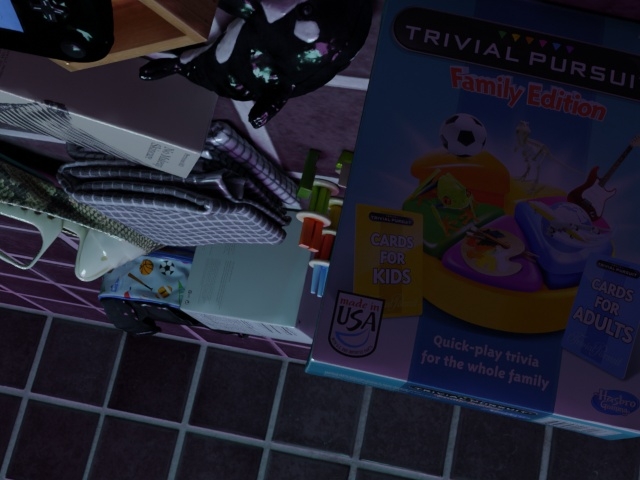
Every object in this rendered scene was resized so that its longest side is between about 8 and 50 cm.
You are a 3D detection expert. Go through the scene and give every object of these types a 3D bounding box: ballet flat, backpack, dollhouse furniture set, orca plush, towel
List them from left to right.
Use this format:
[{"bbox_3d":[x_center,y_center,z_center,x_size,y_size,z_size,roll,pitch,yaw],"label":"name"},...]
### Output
[{"bbox_3d":[-0.444,-0.032,1.425,0.482,0.182,0.164,17,165,-18],"label":"ballet flat"},{"bbox_3d":[-0.280,0.078,1.626,0.276,0.213,0.263,-1,173,22],"label":"backpack"},{"bbox_3d":[-0.199,-0.068,1.231,0.283,0.121,0.235,4,163,26],"label":"towel"},{"bbox_3d":[-0.073,-0.164,0.837,0.287,0.102,0.151,2,161,33],"label":"orca plush"},{"bbox_3d":[0.050,-0.073,1.138,0.151,0.059,0.076,14,164,-7],"label":"dollhouse furniture set"}]

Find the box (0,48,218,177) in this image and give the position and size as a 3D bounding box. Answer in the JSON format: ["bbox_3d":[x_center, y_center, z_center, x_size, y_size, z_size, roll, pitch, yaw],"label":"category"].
[{"bbox_3d":[-0.266,-0.166,0.991,0.275,0.094,0.113,17,164,-13],"label":"box"}]

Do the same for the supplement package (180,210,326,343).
[{"bbox_3d":[-0.095,0.057,1.443,0.203,0.194,0.149,8,164,18],"label":"supplement package"}]

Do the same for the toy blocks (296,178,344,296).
[{"bbox_3d":[0.000,0.000,1.261,0.054,0.148,0.123,4,163,25],"label":"toy blocks"}]

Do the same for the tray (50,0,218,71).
[{"bbox_3d":[-0.291,-0.277,0.674,0.203,0.076,0.411,-1,159,39],"label":"tray"}]

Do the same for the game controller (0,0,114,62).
[{"bbox_3d":[-0.317,-0.216,0.649,0.319,0.067,0.166,11,164,2],"label":"game controller"}]

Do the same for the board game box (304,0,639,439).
[{"bbox_3d":[0.146,-0.033,0.697,0.253,0.336,0.079,12,164,0],"label":"board game box"}]
